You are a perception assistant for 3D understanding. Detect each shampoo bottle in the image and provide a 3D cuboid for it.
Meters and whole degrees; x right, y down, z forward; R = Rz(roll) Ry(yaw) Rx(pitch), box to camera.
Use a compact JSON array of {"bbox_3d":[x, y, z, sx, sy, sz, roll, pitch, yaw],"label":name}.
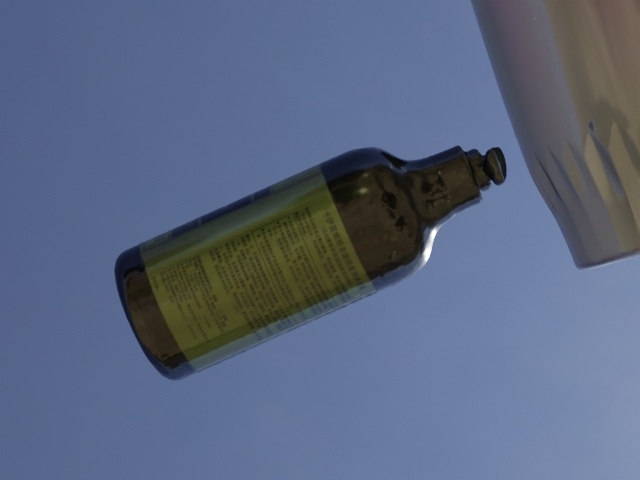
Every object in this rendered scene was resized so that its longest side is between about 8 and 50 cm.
[{"bbox_3d":[0.000,0.000,1.221,0.284,0.101,0.101,-24,-75,5],"label":"shampoo bottle"}]

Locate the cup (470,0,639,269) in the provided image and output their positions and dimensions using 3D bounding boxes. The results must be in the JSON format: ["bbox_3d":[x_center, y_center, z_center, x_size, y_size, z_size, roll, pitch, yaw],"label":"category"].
[{"bbox_3d":[0.273,-0.177,1.521,0.253,0.253,0.372,-14,-95,-25],"label":"cup"}]
